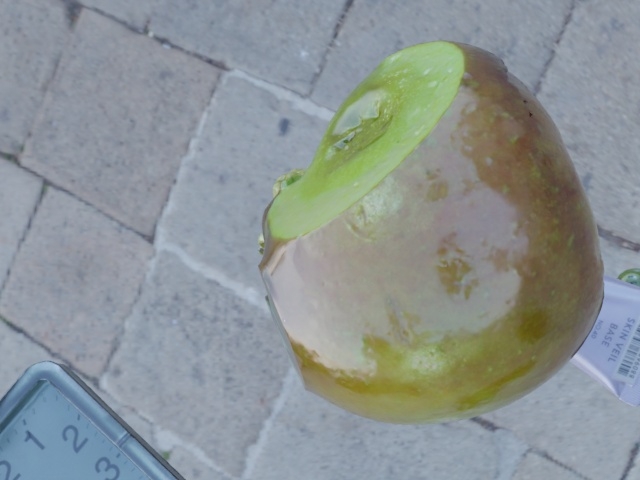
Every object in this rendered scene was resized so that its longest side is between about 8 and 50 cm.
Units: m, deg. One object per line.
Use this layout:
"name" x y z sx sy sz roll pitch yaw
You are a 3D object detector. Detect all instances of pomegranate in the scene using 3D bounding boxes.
"pomegranate" 0.471 0.079 1.582 0.084 0.073 0.073 20 94 29

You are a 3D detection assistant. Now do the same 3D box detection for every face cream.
"face cream" 0.336 0.093 1.449 0.274 0.096 0.154 29 104 28

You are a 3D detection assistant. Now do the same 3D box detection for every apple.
"apple" 0.098 -0.001 1.123 0.374 0.374 0.384 -25 73 23

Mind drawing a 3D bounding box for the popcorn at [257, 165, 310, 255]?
"popcorn" 0.002 0.002 1.522 0.218 0.189 0.169 49 144 -16

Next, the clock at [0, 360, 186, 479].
"clock" -0.281 0.308 1.135 0.279 0.049 0.273 41 87 15
